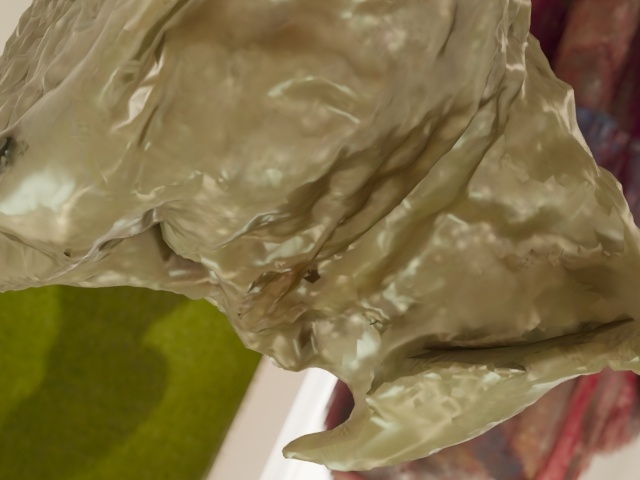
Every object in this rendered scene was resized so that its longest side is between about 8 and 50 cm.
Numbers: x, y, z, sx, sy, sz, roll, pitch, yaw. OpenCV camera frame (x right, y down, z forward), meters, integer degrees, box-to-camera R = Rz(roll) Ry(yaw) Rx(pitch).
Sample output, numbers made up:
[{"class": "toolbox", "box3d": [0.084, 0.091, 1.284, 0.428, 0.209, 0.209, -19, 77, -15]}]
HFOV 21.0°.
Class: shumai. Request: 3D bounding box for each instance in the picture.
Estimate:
[{"class": "shumai", "box3d": [0.037, -0.061, 0.639, 0.262, 0.314, 0.267, 35, 146, -19]}]

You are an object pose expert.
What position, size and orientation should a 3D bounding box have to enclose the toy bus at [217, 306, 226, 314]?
[{"class": "toy bus", "box3d": [0.000, 0.000, 1.502, 0.234, 0.116, 0.133, -2, 162, 24]}]
